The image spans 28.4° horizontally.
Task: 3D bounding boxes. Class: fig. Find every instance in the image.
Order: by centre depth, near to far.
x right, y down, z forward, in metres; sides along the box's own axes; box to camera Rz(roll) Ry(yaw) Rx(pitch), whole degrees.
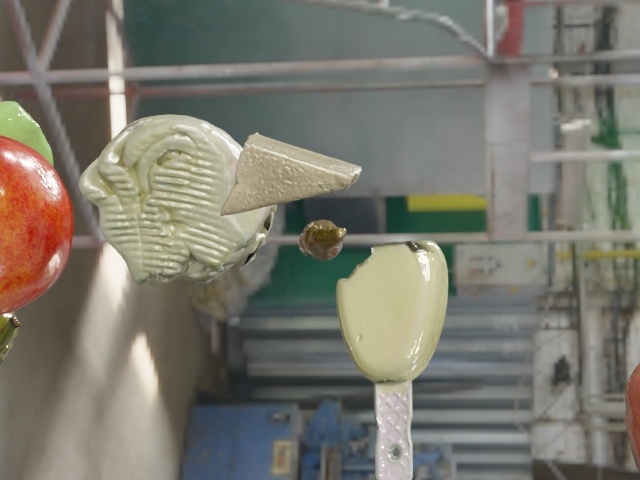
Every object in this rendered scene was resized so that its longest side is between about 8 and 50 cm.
[{"bbox_3d":[-0.522,0.151,1.977,0.245,0.149,0.149,-3,-93,57],"label":"fig"}]

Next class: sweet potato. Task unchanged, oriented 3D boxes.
[{"bbox_3d":[0.000,0.000,1.978,0.274,0.067,0.067,161,-71,-80],"label":"sweet potato"}]

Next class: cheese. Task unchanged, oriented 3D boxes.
[{"bbox_3d":[0.074,0.128,1.334,0.050,0.127,0.255,25,64,-59],"label":"cheese"}]

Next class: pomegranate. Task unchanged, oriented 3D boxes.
[{"bbox_3d":[-0.402,-0.007,1.408,0.221,0.256,0.221,52,-27,40],"label":"pomegranate"}]

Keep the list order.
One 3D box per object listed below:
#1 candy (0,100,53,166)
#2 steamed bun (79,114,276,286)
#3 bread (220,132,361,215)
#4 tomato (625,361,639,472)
[{"bbox_3d":[-0.484,-0.045,1.576,0.343,0.132,0.142,-45,107,-35],"label":"candy"},{"bbox_3d":[-0.211,-0.079,2.033,0.280,0.268,0.207,61,18,-11],"label":"steamed bun"},{"bbox_3d":[-0.036,-0.063,1.562,0.077,0.152,0.105,-51,159,-70],"label":"bread"},{"bbox_3d":[0.621,0.277,1.885,0.273,0.341,0.341,88,4,-65],"label":"tomato"}]
